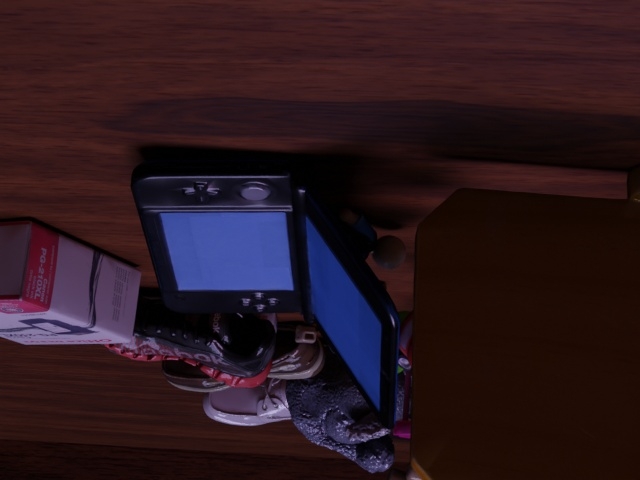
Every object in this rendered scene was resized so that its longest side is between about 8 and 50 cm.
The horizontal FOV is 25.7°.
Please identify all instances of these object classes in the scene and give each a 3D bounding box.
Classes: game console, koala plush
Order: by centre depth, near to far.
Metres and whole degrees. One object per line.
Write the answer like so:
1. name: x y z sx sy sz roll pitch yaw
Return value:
1. game console: -0.050 0.063 1.387 0.250 0.173 0.293 -1 150 2
2. koala plush: 0.064 0.233 2.107 0.203 0.196 0.221 20 166 -13

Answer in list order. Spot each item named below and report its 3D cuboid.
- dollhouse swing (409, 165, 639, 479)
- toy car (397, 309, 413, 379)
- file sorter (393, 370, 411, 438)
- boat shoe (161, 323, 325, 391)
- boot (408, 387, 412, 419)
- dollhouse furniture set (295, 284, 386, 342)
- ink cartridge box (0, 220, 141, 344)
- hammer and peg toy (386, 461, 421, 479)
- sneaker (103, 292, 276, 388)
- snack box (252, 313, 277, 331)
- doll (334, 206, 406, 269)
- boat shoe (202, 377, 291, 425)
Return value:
1. dollhouse swing: 0.256 0.139 1.310 0.305 0.347 0.315 -3 157 12
2. toy car: 0.102 0.078 1.415 0.053 0.239 0.225 37 140 -3
3. file sorter: 0.270 0.168 1.800 0.202 0.182 0.290 15 162 -40
4. boat shoe: -0.127 0.164 2.092 0.257 0.095 0.095 -10 154 16
5. boot: 0.272 0.351 2.434 0.280 0.096 0.264 22 -165 -46
6. dollhouse furniture set: 0.020 0.086 1.785 0.114 0.091 0.081 6 -179 -19
7. ink cartridge box: -0.354 0.057 1.705 0.172 0.100 0.237 -2 164 25
8. hammer and peg toy: 0.181 0.338 2.130 0.127 0.361 0.266 19 165 -2
9. sneaker: -0.182 0.117 1.905 0.276 0.098 0.135 17 147 -13
10. snack box: -0.152 0.113 2.014 0.178 0.022 0.064 3 166 2
11. doll: 0.000 0.000 1.500 0.189 0.046 0.129 7 153 -12
12. boat shoe: -0.066 0.262 2.427 0.277 0.098 0.096 -4 165 -5
